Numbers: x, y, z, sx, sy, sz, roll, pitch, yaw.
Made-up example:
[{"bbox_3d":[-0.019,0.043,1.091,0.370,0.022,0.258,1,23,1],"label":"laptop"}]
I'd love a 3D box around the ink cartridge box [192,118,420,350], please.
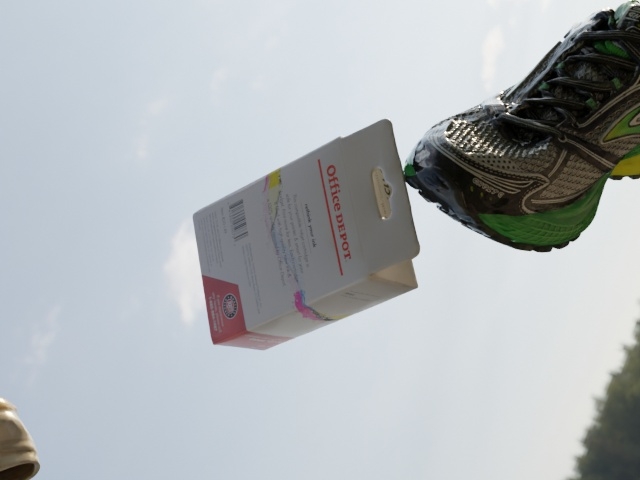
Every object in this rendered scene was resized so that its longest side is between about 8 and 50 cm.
[{"bbox_3d":[0.000,0.000,0.762,0.067,0.198,0.115,15,-122,-50],"label":"ink cartridge box"}]

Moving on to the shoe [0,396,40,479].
[{"bbox_3d":[-0.283,0.170,0.632,0.219,0.058,0.076,-25,-30,-34],"label":"shoe"}]

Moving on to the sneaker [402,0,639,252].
[{"bbox_3d":[0.191,-0.108,0.746,0.343,0.134,0.146,-30,-33,-37],"label":"sneaker"}]
